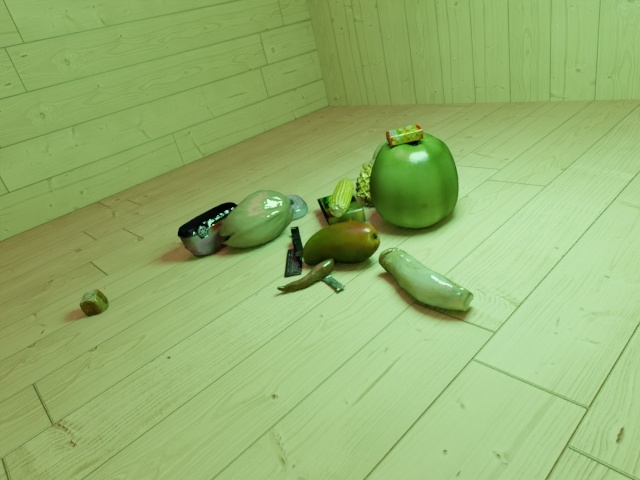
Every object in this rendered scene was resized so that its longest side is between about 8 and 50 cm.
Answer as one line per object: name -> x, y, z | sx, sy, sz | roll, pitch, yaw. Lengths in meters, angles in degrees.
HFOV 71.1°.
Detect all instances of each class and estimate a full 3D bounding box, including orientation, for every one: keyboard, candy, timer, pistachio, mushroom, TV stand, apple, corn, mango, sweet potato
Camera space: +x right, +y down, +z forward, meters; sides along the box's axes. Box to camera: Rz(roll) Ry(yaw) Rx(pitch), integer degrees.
keyboard -> -0.098, 0.078, 1.658 | 0.064, 0.010, 0.198 | -10, 27, 4
candy -> 0.300, -0.377, 1.596 | 0.122, 0.037, 0.062 | -13, 35, 0
timer -> -0.169, -0.144, 2.062 | 0.209, 0.069, 0.190 | -19, 30, -13
pistachio -> -0.268, -0.085, 1.848 | 0.332, 0.207, 0.226 | -33, 23, -10
mushroom -> 0.296, 0.110, 1.318 | 0.123, 0.094, 0.351 | -6, 23, -26
TV stand -> -0.091, 0.006, 1.740 | 0.036, 0.042, 0.249 | -8, 22, -5
apple -> 0.347, -0.223, 1.691 | 0.358, 0.356, 0.357 | -11, 27, 6
corn -> 0.087, -0.177, 1.836 | 0.081, 0.081, 0.248 | -6, 30, 16
mango -> 0.069, 0.010, 1.557 | 0.290, 0.145, 0.129 | -4, 24, 22
sweet potato -> -0.042, 0.126, 1.499 | 0.214, 0.050, 0.050 | -29, 29, -15

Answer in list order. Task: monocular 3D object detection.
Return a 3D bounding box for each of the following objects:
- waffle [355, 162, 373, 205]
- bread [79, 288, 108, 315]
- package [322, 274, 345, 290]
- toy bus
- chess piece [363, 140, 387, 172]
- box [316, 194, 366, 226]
waffle -> 0.248, -0.238, 1.958 | 0.193, 0.070, 0.196 | 5, 75, 13
bread -> -0.836, 0.228, 1.655 | 0.077, 0.070, 0.083 | -17, 29, -4
package -> 0.044, 0.139, 1.464 | 0.037, 0.015, 0.110 | -29, 28, -18
toy bus -> -0.455, -0.050, 1.925 | 0.128, 0.147, 0.303 | 7, 35, 44
chess piece -> 0.293, -0.343, 2.137 | 0.167, 0.166, 0.299 | 2, 36, 29
box -> 0.087, -0.132, 1.911 | 0.160, 0.071, 0.240 | -18, 27, -3
